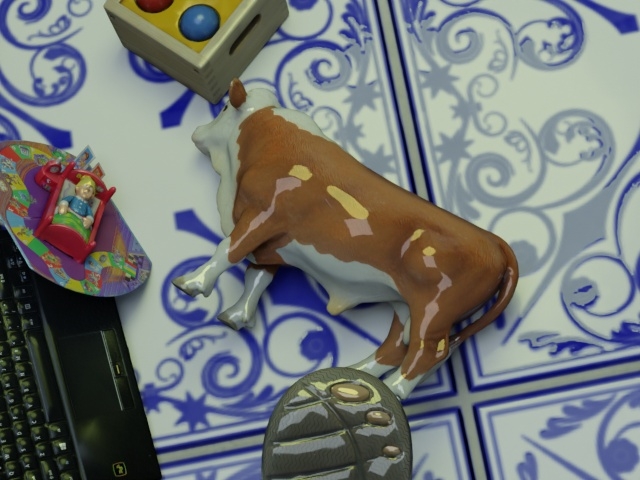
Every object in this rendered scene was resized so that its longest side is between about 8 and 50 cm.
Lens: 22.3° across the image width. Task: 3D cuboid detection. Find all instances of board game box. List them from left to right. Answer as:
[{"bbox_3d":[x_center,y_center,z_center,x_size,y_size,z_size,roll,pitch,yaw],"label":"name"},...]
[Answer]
[{"bbox_3d":[-0.203,-0.029,1.324,0.033,0.133,0.169,-48,64,30],"label":"board game box"}]

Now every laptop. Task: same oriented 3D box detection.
[{"bbox_3d":[-0.257,0.082,1.221,0.264,0.136,0.234,-9,71,-24],"label":"laptop"}]

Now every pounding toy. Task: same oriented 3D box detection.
[{"bbox_3d":[-0.107,-0.222,1.399,0.130,0.100,0.141,33,77,18],"label":"pounding toy"}]

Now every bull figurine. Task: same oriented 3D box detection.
[{"bbox_3d":[0.000,0.000,1.300,0.310,0.101,0.188,28,79,19],"label":"bull figurine"}]

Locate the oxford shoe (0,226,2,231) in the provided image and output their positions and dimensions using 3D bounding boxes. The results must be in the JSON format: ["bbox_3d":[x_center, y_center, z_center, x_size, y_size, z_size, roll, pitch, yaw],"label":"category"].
[{"bbox_3d":[-0.325,0.063,1.338,0.076,0.076,0.212,-17,47,45],"label":"oxford shoe"}]

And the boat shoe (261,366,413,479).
[{"bbox_3d":[0.005,0.268,1.181,0.132,0.130,0.355,11,90,3],"label":"boat shoe"}]
